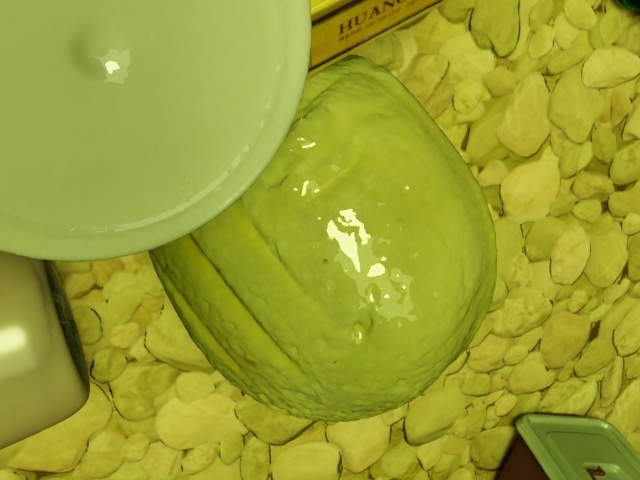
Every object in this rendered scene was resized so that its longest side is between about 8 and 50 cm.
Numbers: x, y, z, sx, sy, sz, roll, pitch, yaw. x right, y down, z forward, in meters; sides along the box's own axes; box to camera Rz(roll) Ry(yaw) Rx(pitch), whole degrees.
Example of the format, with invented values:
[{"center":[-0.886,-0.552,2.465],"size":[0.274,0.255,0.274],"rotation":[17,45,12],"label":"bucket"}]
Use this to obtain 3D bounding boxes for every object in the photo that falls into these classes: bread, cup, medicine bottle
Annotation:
[{"center":[-0.009,0.006,0.591],"size":[0.237,0.320,0.320],"rotation":[-35,119,-27],"label":"bread"},{"center":[-0.325,0.121,0.597],"size":[0.200,0.191,0.253],"rotation":[-17,144,-17],"label":"cup"},{"center":[-0.157,-0.137,0.396],"size":[0.238,0.232,0.238],"rotation":[-14,123,-23],"label":"medicine bottle"}]

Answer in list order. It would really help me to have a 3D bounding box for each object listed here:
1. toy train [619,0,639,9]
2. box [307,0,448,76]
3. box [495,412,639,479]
[{"center":[0.430,-0.361,0.707],"size":[0.202,0.145,0.266],"rotation":[-17,115,-17],"label":"toy train"},{"center":[-0.013,-0.295,0.498],"size":[0.193,0.084,0.301],"rotation":[-29,75,-6],"label":"box"},{"center":[0.371,0.394,0.893],"size":[0.193,0.294,0.167],"rotation":[11,116,-23],"label":"box"}]
